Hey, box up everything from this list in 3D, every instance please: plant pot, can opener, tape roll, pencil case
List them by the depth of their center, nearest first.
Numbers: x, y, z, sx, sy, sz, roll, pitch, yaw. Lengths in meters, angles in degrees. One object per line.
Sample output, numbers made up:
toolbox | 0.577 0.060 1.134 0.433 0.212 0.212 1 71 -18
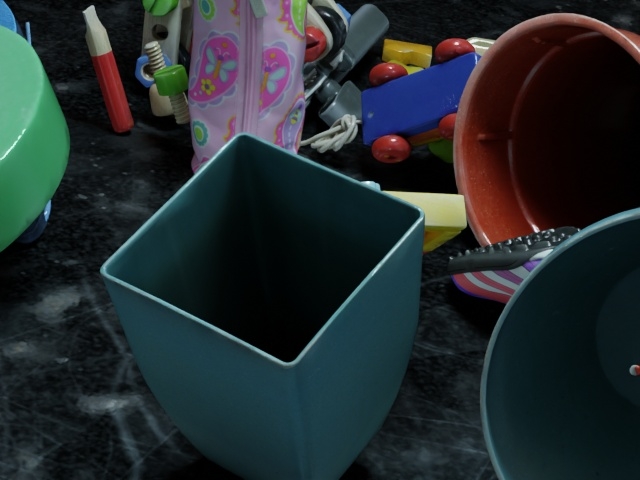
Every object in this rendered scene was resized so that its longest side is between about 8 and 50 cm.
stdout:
plant pot | -0.030 0.080 1.203 0.165 0.234 0.165 24 53 26
plant pot | 0.277 0.099 1.255 0.290 0.290 0.195 13 14 8
tape roll | -0.384 -0.073 1.435 0.321 0.077 0.321 -10 41 9
plant pot | 0.320 -0.090 1.623 0.265 0.272 0.272 -8 32 -43
pencil case | -0.072 -0.190 1.642 0.124 0.284 0.124 3 30 -2
can opener | 0.023 -0.197 1.920 0.093 0.074 0.280 43 31 -9

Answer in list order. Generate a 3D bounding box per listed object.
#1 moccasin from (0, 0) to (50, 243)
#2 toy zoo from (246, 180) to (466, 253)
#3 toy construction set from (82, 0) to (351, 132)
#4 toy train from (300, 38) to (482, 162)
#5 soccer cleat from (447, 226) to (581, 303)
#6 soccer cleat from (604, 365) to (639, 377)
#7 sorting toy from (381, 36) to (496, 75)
moccasin | -0.338 -0.117 1.618 0.138 0.116 0.342 -18 40 2
toy zoo | 0.000 0.000 1.389 0.192 0.030 0.293 -1 -12 -17
toy construction set | -0.137 -0.285 1.796 0.257 0.237 0.309 7 32 43
toy train | 0.103 -0.122 1.764 0.248 0.105 0.143 -17 -25 37
soccer cleat | 0.243 0.049 1.459 0.318 0.116 0.109 -3 10 45
soccer cleat | 0.313 0.135 1.403 0.196 0.068 0.076 2 0 2
sorting toy | 0.227 -0.196 1.981 0.307 0.041 0.229 9 29 0
